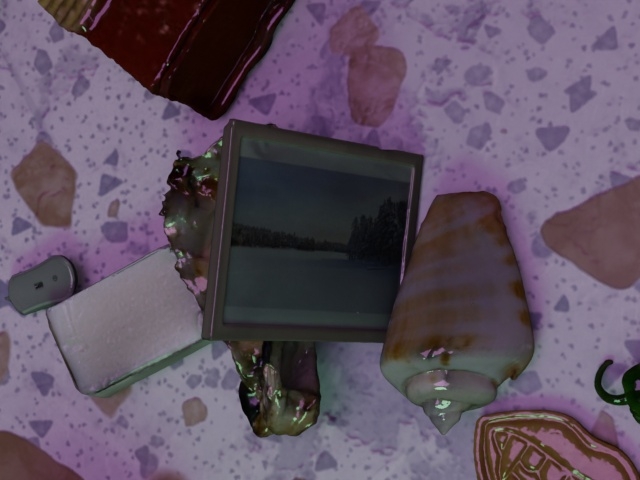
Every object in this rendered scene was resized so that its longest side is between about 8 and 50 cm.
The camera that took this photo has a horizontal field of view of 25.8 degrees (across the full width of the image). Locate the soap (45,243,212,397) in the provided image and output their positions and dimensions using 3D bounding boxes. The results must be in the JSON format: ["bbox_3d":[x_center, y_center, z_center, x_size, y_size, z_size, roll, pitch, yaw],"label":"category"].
[{"bbox_3d":[-0.211,0.094,1.599,0.183,0.064,0.121,-27,80,15],"label":"soap"}]

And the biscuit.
[{"bbox_3d":[0.251,0.260,1.467,0.221,0.029,0.142,36,99,15],"label":"biscuit"}]

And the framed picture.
[{"bbox_3d":[0.000,0.000,1.429,0.016,0.289,0.213,6,90,43],"label":"framed picture"}]

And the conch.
[{"bbox_3d":[0.136,0.074,1.457,0.158,0.127,0.255,-4,87,18],"label":"conch"}]

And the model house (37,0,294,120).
[{"bbox_3d":[-0.184,-0.286,1.553,0.254,0.160,0.196,35,99,17],"label":"model house"}]

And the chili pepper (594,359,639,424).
[{"bbox_3d":[0.407,0.130,1.404,0.257,0.074,0.100,-21,79,11],"label":"chili pepper"}]

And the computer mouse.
[{"bbox_3d":[-0.327,0.053,1.653,0.110,0.032,0.056,-20,81,26],"label":"computer mouse"}]

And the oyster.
[{"bbox_3d":[-0.057,0.043,1.501,0.198,0.133,0.337,-21,72,37],"label":"oyster"}]
